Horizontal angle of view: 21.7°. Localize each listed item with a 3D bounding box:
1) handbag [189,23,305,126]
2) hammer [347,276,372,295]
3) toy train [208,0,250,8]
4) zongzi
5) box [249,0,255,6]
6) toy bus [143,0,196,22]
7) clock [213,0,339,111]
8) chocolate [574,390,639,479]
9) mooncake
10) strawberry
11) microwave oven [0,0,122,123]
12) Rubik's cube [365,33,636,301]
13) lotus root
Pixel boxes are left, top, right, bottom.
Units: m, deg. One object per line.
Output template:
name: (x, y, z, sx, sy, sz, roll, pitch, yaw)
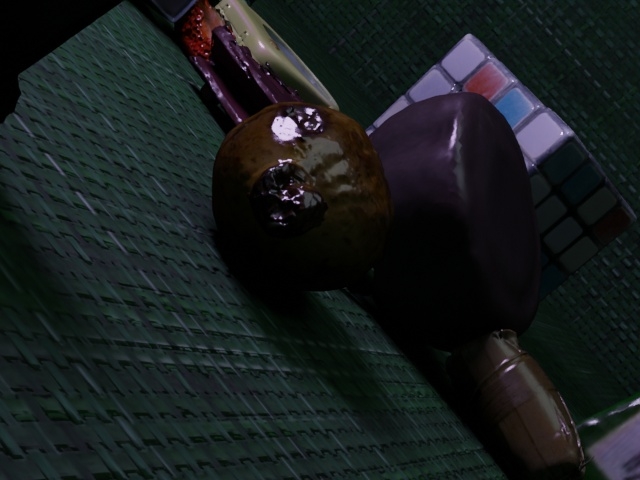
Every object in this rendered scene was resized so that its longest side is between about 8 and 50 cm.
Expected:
handbag: (-0.029, -0.099, 1.673, 0.203, 0.074, 0.216, 38, 11, -51)
hammer: (0.000, 0.000, 1.462, 0.178, 0.065, 0.021, 54, 4, -46)
toy train: (-0.157, -0.370, 2.308, 0.104, 0.071, 0.178, 50, 4, -47)
zongzi: (0.199, 0.185, 1.545, 0.189, 0.081, 0.178, 58, 1, 25)
box: (-0.149, -0.413, 2.458, 0.172, 0.093, 0.124, 48, 9, 3)
toy bus: (-0.244, -0.367, 1.713, 0.330, 0.109, 0.136, 41, 1, -41)
clock: (-0.043, -0.183, 2.009, 0.232, 0.069, 0.170, 44, 8, -36)
chocolate: (0.417, 0.328, 1.657, 0.360, 0.161, 0.341, 53, 6, 33)
mooncake: (0.126, -0.014, 1.582, 0.245, 0.133, 0.244, 38, 44, -49)
strawberry: (-0.123, -0.212, 1.815, 0.104, 0.048, 0.152, 51, 19, -29)
microwave oven: (-0.208, -0.200, 0.821, 0.178, 0.188, 0.247, 59, 8, 28)
Rubik's cube: (0.230, -0.077, 2.275, 0.256, 0.259, 0.253, 39, 10, -48)
lotus root: (-0.011, -0.031, 1.239, 0.145, 0.128, 0.260, 58, 10, 1)
